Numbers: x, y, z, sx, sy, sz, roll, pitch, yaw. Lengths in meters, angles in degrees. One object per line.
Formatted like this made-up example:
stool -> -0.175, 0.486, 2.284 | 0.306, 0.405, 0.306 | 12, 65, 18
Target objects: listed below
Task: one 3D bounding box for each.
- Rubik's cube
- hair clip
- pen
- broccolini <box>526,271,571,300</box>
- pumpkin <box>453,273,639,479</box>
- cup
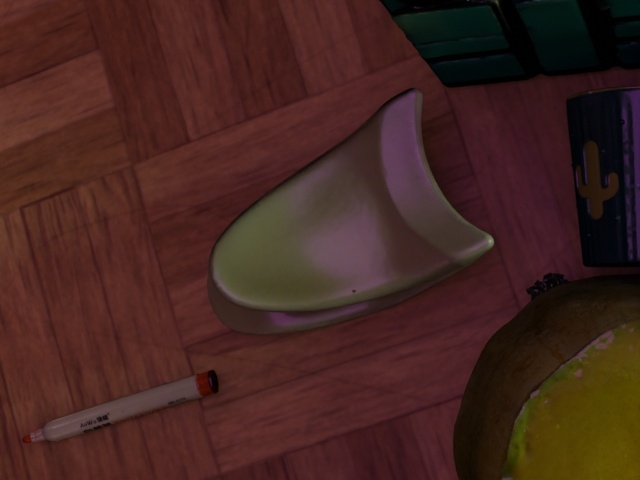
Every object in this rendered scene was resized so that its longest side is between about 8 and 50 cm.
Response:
Rubik's cube -> 0.203, -0.309, 1.219 | 0.283, 0.288, 0.293 | -1, 81, 15
hair clip -> 0.009, 0.000, 1.332 | 0.282, 0.113, 0.172 | -27, 77, 6
pen -> -0.205, 0.172, 1.405 | 0.218, 0.026, 0.026 | -18, 79, 13
broccolini -> 0.209, 0.149, 1.287 | 0.054, 0.051, 0.239 | 5, 90, 3
pumpkin -> 0.273, 0.184, 1.160 | 0.332, 0.199, 0.332 | 0, 89, 11
cup -> 0.298, -0.054, 1.228 | 0.131, 0.176, 0.155 | 0, 88, -29
